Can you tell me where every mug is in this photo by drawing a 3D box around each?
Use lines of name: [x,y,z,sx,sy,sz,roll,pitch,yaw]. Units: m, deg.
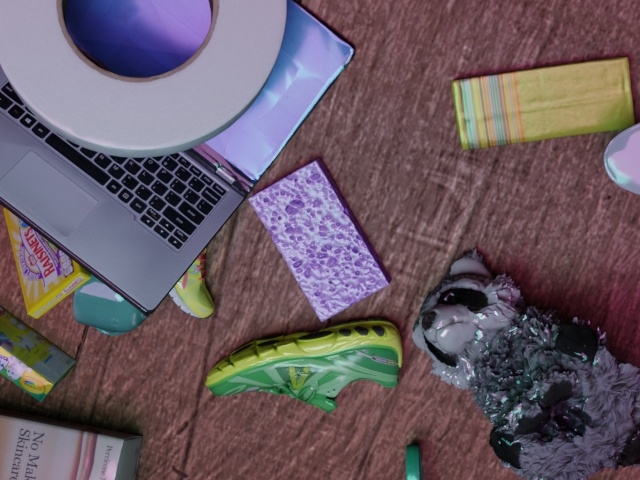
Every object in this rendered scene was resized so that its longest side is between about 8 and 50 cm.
mug: [-0.286,0.069,1.936,0.097,0.158,0.129,12,80,5]

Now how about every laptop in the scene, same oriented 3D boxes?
laptop: [-0.238,-0.194,1.796,0.382,0.408,0.236,38,142,-2]

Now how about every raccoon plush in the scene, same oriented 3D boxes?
raccoon plush: [0.312,0.207,1.878,0.216,0.299,0.446,-46,127,3]

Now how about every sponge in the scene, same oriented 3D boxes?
sponge: [0.000,0.000,1.909,0.117,0.031,0.210,-28,99,16]

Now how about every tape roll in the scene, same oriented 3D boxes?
tape roll: [-0.238,-0.304,1.761,0.392,0.072,0.391,1,84,-7]

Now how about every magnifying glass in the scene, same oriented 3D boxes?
magnifying glass: [0.144,0.404,1.977,0.026,0.092,0.230,-2,115,6]

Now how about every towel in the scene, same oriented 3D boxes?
towel: [0.300,-0.185,1.816,0.237,0.021,0.102,-7,110,10]

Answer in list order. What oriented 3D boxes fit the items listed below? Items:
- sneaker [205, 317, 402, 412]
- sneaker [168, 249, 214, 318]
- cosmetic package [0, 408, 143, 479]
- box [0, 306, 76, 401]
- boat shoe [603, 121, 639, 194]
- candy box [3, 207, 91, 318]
sneaker: [-0.025,0.194,1.926,0.296,0.109,0.123,-11,99,12]
sneaker: [-0.190,0.013,1.921,0.094,0.081,0.208,-22,103,7]
cosmetic package: [-0.432,0.338,2.004,0.296,0.129,0.153,9,84,6]
box: [-0.459,0.157,1.991,0.179,0.105,0.043,38,107,-2]
boat shoe: [0.518,-0.131,1.749,0.306,0.105,0.113,-16,98,7]
candy box: [-0.391,0.003,1.907,0.105,0.205,0.027,-38,140,18]
